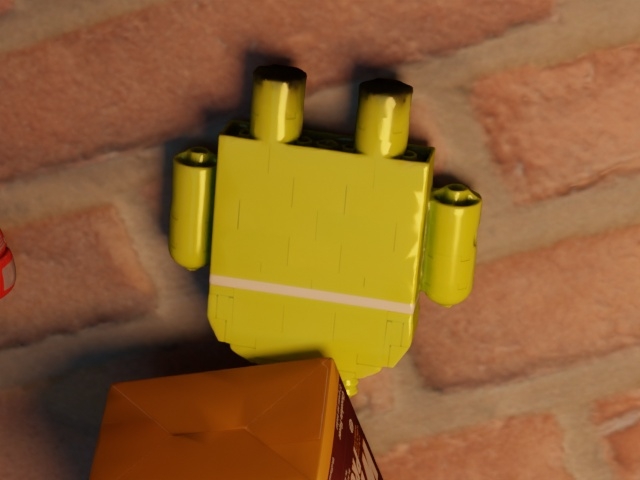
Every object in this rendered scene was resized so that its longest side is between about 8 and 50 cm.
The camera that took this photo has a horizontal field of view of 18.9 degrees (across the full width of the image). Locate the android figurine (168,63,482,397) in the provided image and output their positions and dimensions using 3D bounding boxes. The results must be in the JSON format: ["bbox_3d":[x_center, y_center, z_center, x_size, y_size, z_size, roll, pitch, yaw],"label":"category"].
[{"bbox_3d":[0.000,0.000,1.516,0.248,0.056,0.272,7,114,9],"label":"android figurine"}]

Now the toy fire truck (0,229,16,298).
[{"bbox_3d":[-0.332,0.071,1.621,0.192,0.047,0.135,-16,109,17],"label":"toy fire truck"}]

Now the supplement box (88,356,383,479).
[{"bbox_3d":[-0.059,0.214,1.547,0.191,0.129,0.194,-8,134,15],"label":"supplement box"}]
